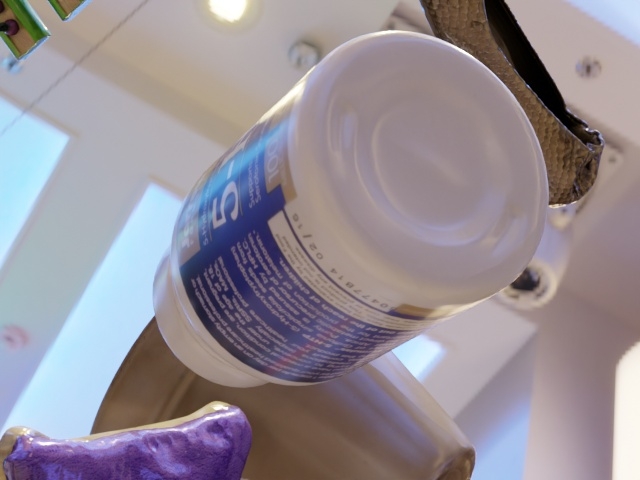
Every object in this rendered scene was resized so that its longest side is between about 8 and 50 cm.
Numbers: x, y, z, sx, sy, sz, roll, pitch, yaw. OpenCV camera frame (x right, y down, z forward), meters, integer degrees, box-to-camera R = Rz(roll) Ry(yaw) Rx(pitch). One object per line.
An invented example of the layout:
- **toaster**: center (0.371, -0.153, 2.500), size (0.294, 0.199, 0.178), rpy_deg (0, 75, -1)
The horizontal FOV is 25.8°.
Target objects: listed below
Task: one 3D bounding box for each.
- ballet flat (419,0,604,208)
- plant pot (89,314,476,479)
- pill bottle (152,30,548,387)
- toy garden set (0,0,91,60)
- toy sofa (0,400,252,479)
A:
- **ballet flat**: center (0.114, -0.117, 0.848), size (0.058, 0.084, 0.250), rpy_deg (-14, -53, 26)
- **plant pot**: center (-0.018, 0.202, 1.342), size (0.280, 0.323, 0.323), rpy_deg (34, -48, 22)
- **pill bottle**: center (0.000, 0.000, 0.594), size (0.112, 0.112, 0.186), rpy_deg (35, -33, -13)
- **toy garden set**: center (-0.274, -0.324, 1.343), size (0.244, 0.049, 0.204), rpy_deg (-36, -91, 22)
- **toy sofa**: center (-0.089, 0.222, 0.967), size (0.150, 0.362, 0.177), rpy_deg (13, -89, 21)
